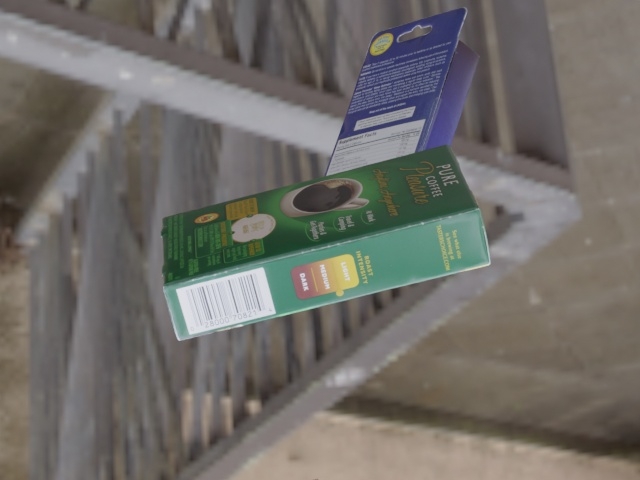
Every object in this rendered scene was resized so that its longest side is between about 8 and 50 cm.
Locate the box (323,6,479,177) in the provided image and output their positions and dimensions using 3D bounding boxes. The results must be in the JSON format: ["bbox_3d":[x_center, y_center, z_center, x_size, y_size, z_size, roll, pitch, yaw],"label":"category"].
[{"bbox_3d":[0.069,-0.102,1.520,0.036,0.225,0.136,32,155,-32],"label":"box"}]

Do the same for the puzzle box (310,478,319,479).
[{"bbox_3d":[0.021,0.337,0.890,0.052,0.409,0.272,-14,169,-6],"label":"puzzle box"}]

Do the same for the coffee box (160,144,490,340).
[{"bbox_3d":[0.000,0.000,0.965,0.184,0.113,0.040,-15,112,-1],"label":"coffee box"}]
